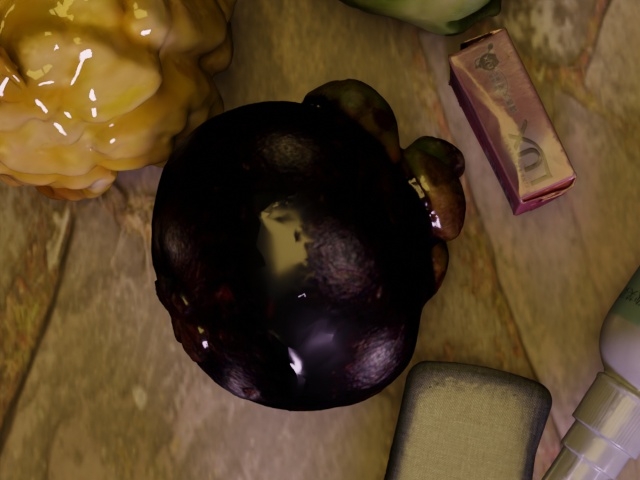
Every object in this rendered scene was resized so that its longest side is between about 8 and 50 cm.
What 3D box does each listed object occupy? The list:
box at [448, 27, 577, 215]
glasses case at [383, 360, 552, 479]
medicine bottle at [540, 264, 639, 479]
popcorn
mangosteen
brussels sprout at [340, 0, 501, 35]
[{"bbox_3d":[0.166,-0.101,1.075,0.060,0.111,0.156,-27,83,5],"label":"box"},{"bbox_3d":[0.110,0.268,1.066,0.131,0.074,0.323,11,86,10],"label":"glasses case"},{"bbox_3d":[0.302,0.073,1.037,0.110,0.110,0.352,34,91,10],"label":"medicine bottle"},{"bbox_3d":[-0.254,-0.190,1.071,0.382,0.349,0.349,-37,79,33],"label":"popcorn"},{"bbox_3d":[-0.004,0.002,1.033,0.233,0.287,0.287,-20,80,43],"label":"mangosteen"},{"bbox_3d":[0.085,-0.314,1.046,0.294,0.227,0.259,-2,71,42],"label":"brussels sprout"}]
